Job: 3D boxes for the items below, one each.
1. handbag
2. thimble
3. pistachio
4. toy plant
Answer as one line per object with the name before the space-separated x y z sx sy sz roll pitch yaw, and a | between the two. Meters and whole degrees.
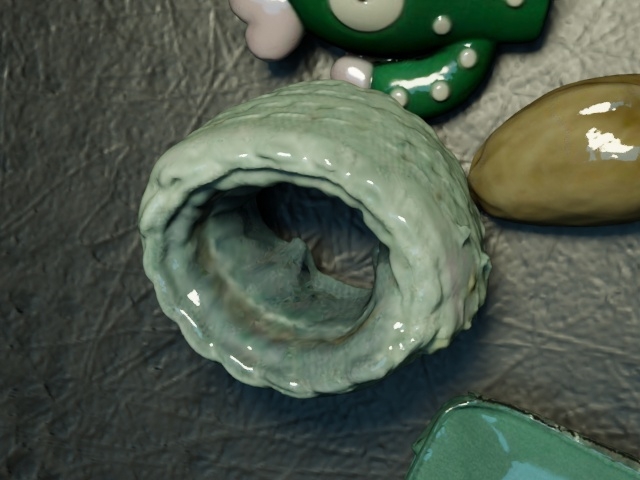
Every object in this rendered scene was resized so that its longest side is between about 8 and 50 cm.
handbag | 0.157 0.270 1.088 0.268 0.100 0.274 23 95 7
thimble | 0.000 0.000 1.058 0.250 0.172 0.205 27 115 11
pistachio | 0.199 -0.061 1.081 0.185 0.126 0.108 -6 45 15
toy plant | 0.053 -0.207 1.100 0.243 0.112 0.233 36 102 -6
